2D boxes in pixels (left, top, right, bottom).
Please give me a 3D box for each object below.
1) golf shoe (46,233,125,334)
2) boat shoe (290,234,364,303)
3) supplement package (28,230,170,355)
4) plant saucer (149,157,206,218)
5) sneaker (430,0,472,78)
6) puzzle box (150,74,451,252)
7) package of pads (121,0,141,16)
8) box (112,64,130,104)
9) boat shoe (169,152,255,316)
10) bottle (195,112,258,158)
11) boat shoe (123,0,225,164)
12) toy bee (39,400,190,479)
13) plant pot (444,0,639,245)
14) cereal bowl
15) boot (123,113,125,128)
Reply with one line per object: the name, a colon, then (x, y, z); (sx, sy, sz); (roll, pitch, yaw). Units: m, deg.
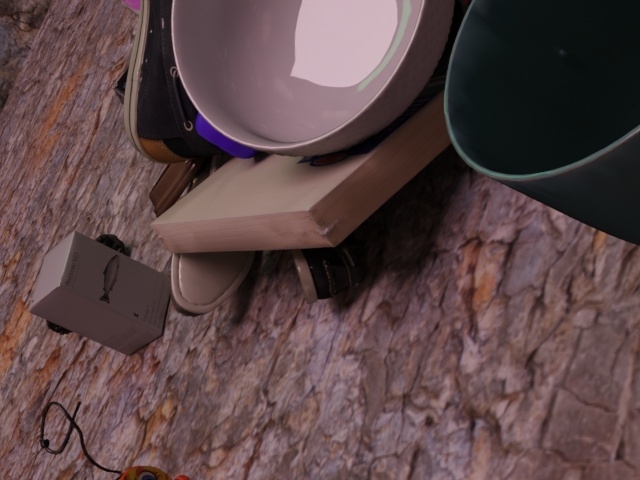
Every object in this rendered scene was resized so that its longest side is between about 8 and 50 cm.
golf shoe: (-0.410, 0.077, 1.936); (0.198, 0.077, 0.094); (-54, 17, -2)
boat shoe: (0.000, 0.000, 1.337); (0.079, 0.084, 0.233); (-20, 27, 0)
supplement package: (-0.332, 0.082, 1.672); (0.105, 0.179, 0.105); (-32, 40, 43)
plant saucer: (-0.187, -0.157, 1.716); (0.278, 0.041, 0.278); (-53, 10, 14)
sneaker: (0.084, -0.248, 1.355); (0.295, 0.124, 0.178); (-37, 23, 36)
puzzle box: (-0.015, -0.085, 1.319); (0.272, 0.052, 0.409); (-41, 19, -25)
package of pads: (-0.298, -0.549, 2.281); (0.229, 0.101, 0.296); (-58, 29, 5)
box: (-0.206, -0.312, 1.803); (0.290, 0.087, 0.169); (-54, -8, -10)
boat shoe: (-0.148, -0.012, 1.537); (0.091, 0.109, 0.305); (-45, 24, 49)
bottle: (-0.053, -0.241, 1.376); (0.283, 0.092, 0.118); (-59, 2, 13)
boat shoe: (-0.156, -0.347, 1.490); (0.156, 0.187, 0.500); (11, 98, 37)
toy bee: (-0.209, 0.332, 1.311); (0.195, 0.162, 0.298); (-16, 76, 43)
plant pot: (0.276, -0.121, 0.799); (0.293, 0.235, 0.293); (-40, 34, 35)
cereal bowl: (0.005, -0.253, 1.211); (0.339, 0.141, 0.339); (-5, 81, 34)
boot: (-0.277, -0.275, 1.984); (0.112, 0.115, 0.305); (-44, 29, 37)
